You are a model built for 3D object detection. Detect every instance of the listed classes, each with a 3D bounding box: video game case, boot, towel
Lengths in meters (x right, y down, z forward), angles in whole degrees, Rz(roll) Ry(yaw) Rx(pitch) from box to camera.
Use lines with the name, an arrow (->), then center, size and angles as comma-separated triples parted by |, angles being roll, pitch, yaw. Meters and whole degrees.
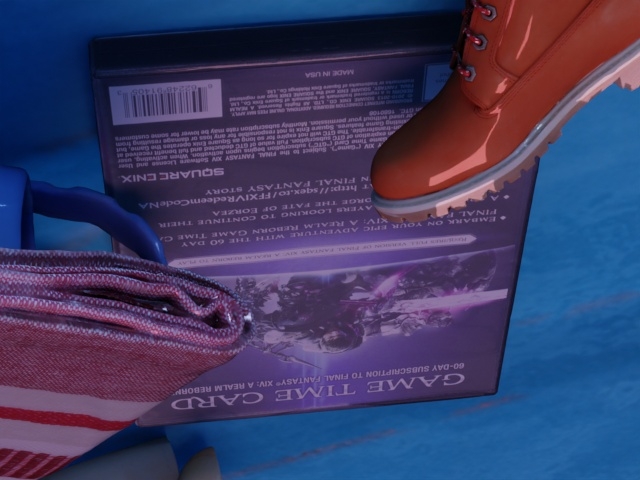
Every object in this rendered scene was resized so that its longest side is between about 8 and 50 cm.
video game case -> 0.000, 0.000, 0.827 | 0.196, 0.026, 0.274 | -5, 143, -5
boot -> 0.070, -0.076, 0.690 | 0.158, 0.059, 0.084 | -39, 116, 6
towel -> -0.209, 0.068, 0.676 | 0.237, 0.037, 0.329 | 12, 151, -32

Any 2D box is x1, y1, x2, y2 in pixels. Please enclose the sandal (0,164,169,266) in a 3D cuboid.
sandal -> -0.171, -0.006, 0.699 | 0.138, 0.126, 0.317 | -15, 153, 27

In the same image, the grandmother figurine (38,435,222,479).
grandmother figurine -> -0.218, 0.185, 0.935 | 0.342, 0.104, 0.208 | -11, 160, -7
